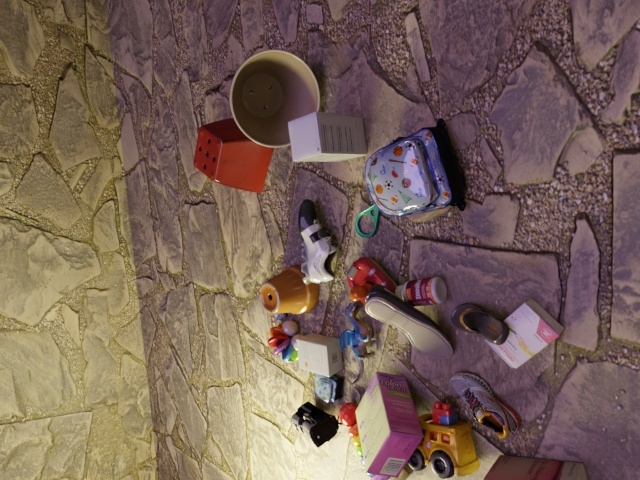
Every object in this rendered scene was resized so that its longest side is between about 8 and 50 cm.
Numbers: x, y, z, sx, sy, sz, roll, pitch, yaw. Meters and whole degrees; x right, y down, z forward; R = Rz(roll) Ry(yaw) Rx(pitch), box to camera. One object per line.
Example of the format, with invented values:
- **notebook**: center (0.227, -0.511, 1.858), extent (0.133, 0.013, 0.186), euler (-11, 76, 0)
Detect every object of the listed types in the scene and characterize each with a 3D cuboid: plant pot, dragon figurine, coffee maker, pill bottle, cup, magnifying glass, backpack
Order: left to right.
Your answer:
- **plant pot**: center (-0.394, -0.373, 1.778), extent (0.267, 0.235, 0.267), euler (36, 120, 32)
- **cup**: center (-0.194, -0.540, 1.547), extent (0.237, 0.330, 0.331), euler (-132, 49, -59)
- **plant pot**: center (-0.142, 0.216, 1.682), extent (0.205, 0.187, 0.205), euler (9, 104, 41)
- **coffee maker**: center (-0.011, 0.755, 1.702), extent (0.178, 0.171, 0.120), euler (-2, 90, 60)
- **backpack**: center (0.026, 0.593, 1.667), extent (0.114, 0.084, 0.105), euler (17, 107, 43)
- **dragon figurine**: center (0.130, 0.377, 1.528), extent (0.144, 0.085, 0.290), euler (20, 106, 41)
- **magnifying glass**: center (0.191, -0.106, 1.430), extent (0.092, 0.026, 0.231), euler (47, 125, 26)
- **backpack**: center (0.264, -0.188, 1.230), extent (0.263, 0.213, 0.277), euler (-16, 87, 50)
- **pill bottle**: center (0.321, 0.168, 1.315), extent (0.152, 0.086, 0.086), euler (-17, 86, 43)

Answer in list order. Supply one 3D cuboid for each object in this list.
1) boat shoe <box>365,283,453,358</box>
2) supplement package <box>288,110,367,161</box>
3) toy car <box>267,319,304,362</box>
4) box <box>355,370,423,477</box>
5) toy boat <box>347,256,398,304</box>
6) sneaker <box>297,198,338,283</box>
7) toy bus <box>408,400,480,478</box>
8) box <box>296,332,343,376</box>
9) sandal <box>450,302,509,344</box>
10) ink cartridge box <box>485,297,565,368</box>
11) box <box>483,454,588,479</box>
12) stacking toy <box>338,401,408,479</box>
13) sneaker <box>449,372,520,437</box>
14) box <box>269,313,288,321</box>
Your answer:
- **boat shoe**: center (0.289, 0.251, 1.302), extent (0.335, 0.096, 0.112), euler (35, 127, -9)
- **supplement package**: center (0.029, -0.345, 1.386), extent (0.139, 0.244, 0.134), euler (-5, 95, 42)
- **toy car**: center (-0.157, 0.446, 1.772), extent (0.182, 0.136, 0.159), euler (54, 128, 22)
- **box**: center (0.223, 0.616, 1.380), extent (0.243, 0.117, 0.214), euler (-99, 26, -62)
- **toy boat**: center (0.162, 0.175, 1.413), extent (0.231, 0.151, 0.151), euler (48, 132, 26)
- **sneaker**: center (0.000, 0.000, 1.579), extent (0.146, 0.122, 0.331), euler (-5, 93, 25)
- **toy bus**: center (0.378, 0.628, 1.319), extent (0.220, 0.149, 0.212), euler (-15, 74, 46)
- **box**: center (-0.005, 0.462, 1.665), extent (0.170, 0.091, 0.130), euler (1, 99, 42)
- **sandal**: center (0.446, 0.236, 1.180), extent (0.090, 0.060, 0.219), euler (-69, 19, 5)
- **ink cartridge box**: center (0.550, 0.270, 1.135), extent (0.115, 0.067, 0.198), euler (49, 127, 25)
- **box**: center (0.595, 0.690, 1.113), extent (0.232, 0.148, 0.127), euler (-21, 83, 42)
- **stacking toy**: center (0.181, 0.765, 1.539), extent (0.330, 0.141, 0.141), euler (55, 129, 30)
- **sneaker**: center (0.482, 0.487, 1.220), extent (0.225, 0.092, 0.088), euler (38, 121, 32)
- **box**: center (-0.206, 0.295, 1.866), extent (0.094, 0.027, 0.137), euler (-29, 77, 40)
